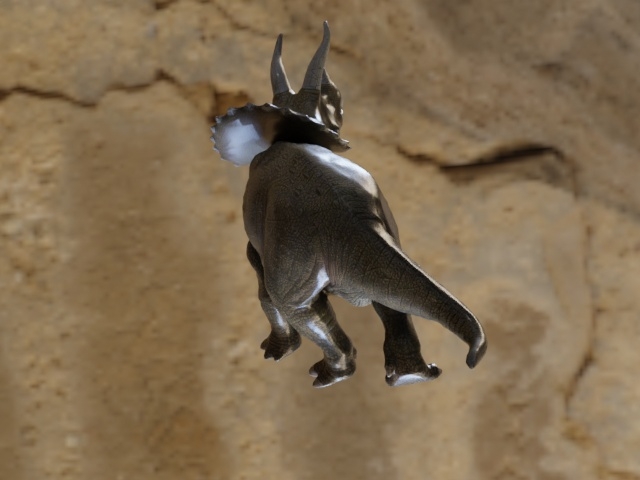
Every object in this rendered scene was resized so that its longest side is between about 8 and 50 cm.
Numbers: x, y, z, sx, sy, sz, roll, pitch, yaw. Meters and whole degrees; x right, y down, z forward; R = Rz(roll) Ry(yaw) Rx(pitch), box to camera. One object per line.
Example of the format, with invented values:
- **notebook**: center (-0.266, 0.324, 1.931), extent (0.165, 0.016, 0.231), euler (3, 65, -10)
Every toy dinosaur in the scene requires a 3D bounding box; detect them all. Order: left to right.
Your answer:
- **toy dinosaur**: center (0.000, 0.000, 0.966), extent (0.313, 0.121, 0.160), euler (-115, 3, -65)
